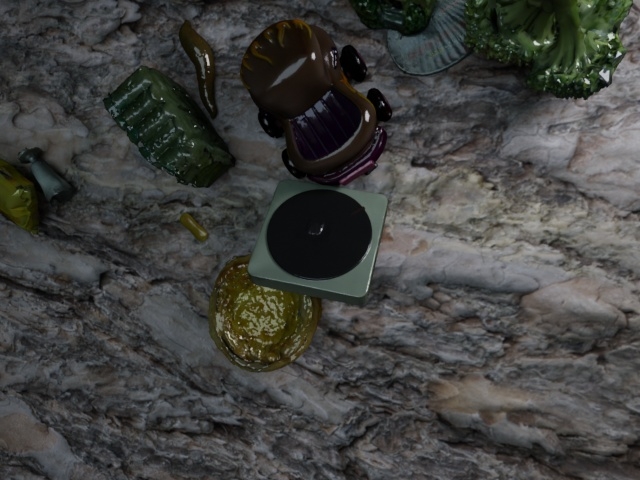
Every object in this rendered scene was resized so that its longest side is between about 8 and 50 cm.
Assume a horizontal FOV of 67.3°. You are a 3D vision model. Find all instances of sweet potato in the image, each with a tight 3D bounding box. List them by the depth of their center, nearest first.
[{"bbox_3d":[-0.285,-0.421,1.155,0.069,0.059,0.250,-18,93,33],"label":"sweet potato"}]

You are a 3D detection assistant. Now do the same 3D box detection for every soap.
[{"bbox_3d":[-0.318,-0.033,1.204,0.089,0.012,0.034,43,101,8],"label":"soap"}]

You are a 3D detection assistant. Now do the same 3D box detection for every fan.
[{"bbox_3d":[0.216,-0.490,1.060,0.294,0.012,0.223,34,102,9],"label":"fan"}]

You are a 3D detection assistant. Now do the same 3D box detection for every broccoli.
[{"bbox_3d":[0.398,-0.424,0.896,0.249,0.301,0.376,-21,94,51],"label":"broccoli"}]

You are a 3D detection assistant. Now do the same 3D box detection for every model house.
[{"bbox_3d":[0.137,-0.556,0.974,0.213,0.189,0.195,21,97,12],"label":"model house"}]

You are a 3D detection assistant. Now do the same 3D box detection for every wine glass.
[{"bbox_3d":[-0.719,-0.170,1.261,0.072,0.072,0.155,-41,84,12],"label":"wine glass"}]

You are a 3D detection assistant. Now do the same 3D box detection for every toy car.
[{"bbox_3d":[-0.017,-0.289,1.004,0.271,0.240,0.341,-33,80,14],"label":"toy car"}]

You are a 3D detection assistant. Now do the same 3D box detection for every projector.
[{"bbox_3d":[0.000,0.000,1.054,0.258,0.079,0.257,10,61,12],"label":"projector"}]

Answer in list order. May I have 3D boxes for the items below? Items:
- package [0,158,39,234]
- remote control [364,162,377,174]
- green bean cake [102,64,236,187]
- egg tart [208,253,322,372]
[{"bbox_3d":[-0.813,-0.125,1.256,0.226,0.090,0.168,38,134,14],"label":"package"},{"bbox_3d":[0.089,-0.195,1.102,0.039,0.014,0.096,-41,85,12],"label":"remote control"},{"bbox_3d":[-0.320,-0.242,1.077,0.132,0.241,0.255,-39,84,8],"label":"green bean cake"},{"bbox_3d":[-0.134,0.159,1.129,0.290,0.107,0.291,0,92,9],"label":"egg tart"}]
